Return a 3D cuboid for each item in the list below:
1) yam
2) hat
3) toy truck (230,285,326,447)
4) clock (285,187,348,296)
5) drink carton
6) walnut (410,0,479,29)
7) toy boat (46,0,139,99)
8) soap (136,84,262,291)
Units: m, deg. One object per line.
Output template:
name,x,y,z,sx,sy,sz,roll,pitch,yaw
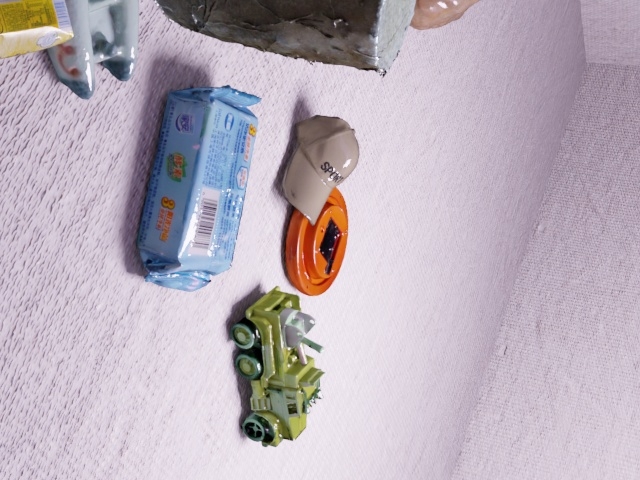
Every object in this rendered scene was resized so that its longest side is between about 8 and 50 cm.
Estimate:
yam,-0.043,-0.354,1.228,0.241,0.348,0.241,-54,155,-39
hat,0.013,-0.111,1.612,0.147,0.085,0.175,41,56,-40
toy truck,-0.056,0.221,1.581,0.128,0.135,0.260,-38,135,-53
clock,0.000,0.000,1.715,0.205,0.051,0.205,-28,122,-59
drink carton,-0.336,-0.210,0.928,0.200,0.084,0.075,-34,118,-55
walnut,0.216,-0.525,1.780,0.273,0.227,0.273,5,90,-68
toy boat,-0.253,-0.269,1.085,0.134,0.078,0.208,-37,132,-51
soap,-0.167,-0.074,1.321,0.156,0.077,0.293,15,86,-65
